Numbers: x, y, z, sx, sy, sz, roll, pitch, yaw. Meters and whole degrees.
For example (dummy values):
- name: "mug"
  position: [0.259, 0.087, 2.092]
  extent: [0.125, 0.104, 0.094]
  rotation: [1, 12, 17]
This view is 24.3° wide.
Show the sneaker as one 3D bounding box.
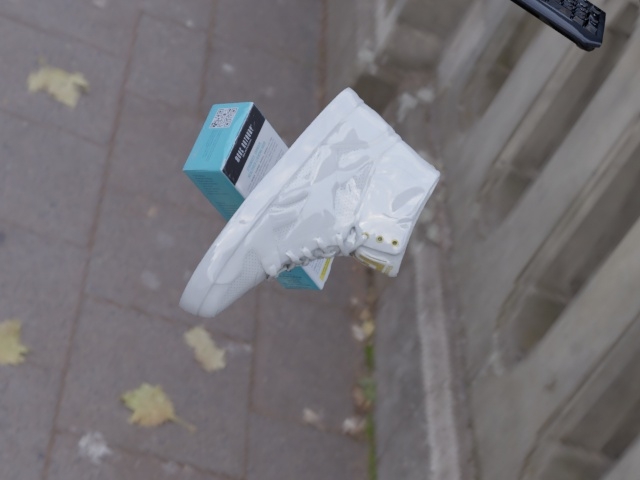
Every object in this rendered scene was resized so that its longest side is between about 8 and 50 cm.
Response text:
- name: "sneaker"
  position: [0.000, 0.000, 1.540]
  extent: [0.169, 0.108, 0.292]
  rotation: [40, 81, 2]

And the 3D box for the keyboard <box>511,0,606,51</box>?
- name: "keyboard"
  position: [0.074, -0.172, 0.780]
  extent: [0.192, 0.038, 0.100]
  rotation: [34, 21, -4]

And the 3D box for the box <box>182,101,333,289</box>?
- name: "box"
  position: [-0.061, -0.048, 1.753]
  extent: [0.244, 0.060, 0.100]
  rotation: [51, 51, -42]
